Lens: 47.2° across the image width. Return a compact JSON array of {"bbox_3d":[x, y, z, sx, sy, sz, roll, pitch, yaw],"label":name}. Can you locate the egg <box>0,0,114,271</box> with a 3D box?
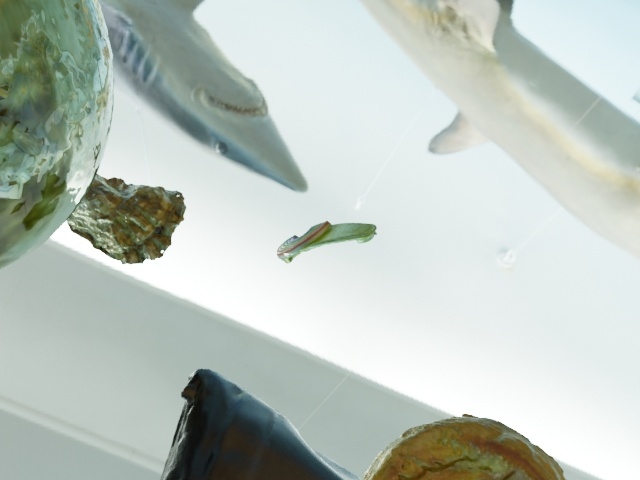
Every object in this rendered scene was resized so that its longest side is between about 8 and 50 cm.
[{"bbox_3d":[-0.238,-0.109,0.387,0.238,0.289,0.238,-9,-156,4],"label":"egg"}]

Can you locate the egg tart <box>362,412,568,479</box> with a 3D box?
[{"bbox_3d":[0.178,0.366,0.899,0.294,0.116,0.295,-5,-118,9],"label":"egg tart"}]

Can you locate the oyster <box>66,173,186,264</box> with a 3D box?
[{"bbox_3d":[-0.208,-0.033,0.775,0.121,0.045,0.146,-19,-123,-19],"label":"oyster"}]

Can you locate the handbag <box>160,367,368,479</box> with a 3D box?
[{"bbox_3d":[-0.005,0.186,0.257,0.211,0.089,0.254,30,-134,-3],"label":"handbag"}]

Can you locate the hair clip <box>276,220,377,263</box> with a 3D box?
[{"bbox_3d":[0.000,0.000,1.068,0.033,0.188,0.060,59,-139,-21],"label":"hair clip"}]
